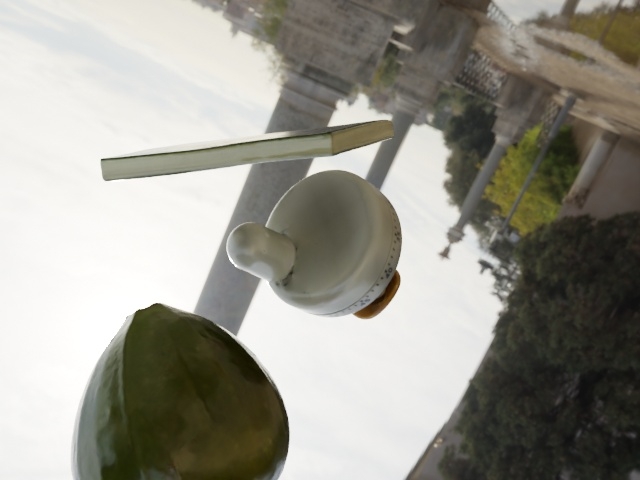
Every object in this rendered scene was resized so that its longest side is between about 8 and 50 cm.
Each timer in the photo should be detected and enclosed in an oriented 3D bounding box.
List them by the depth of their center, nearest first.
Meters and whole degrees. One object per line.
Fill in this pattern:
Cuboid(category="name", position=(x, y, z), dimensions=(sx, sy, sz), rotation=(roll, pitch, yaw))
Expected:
Cuboid(category="timer", position=(0.000, 0.000, 1.090), dimensions=(0.233, 0.233, 0.240), rotation=(36, -175, 42))

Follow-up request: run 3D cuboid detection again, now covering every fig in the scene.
Cuboid(category="fig", position=(-0.200, 0.238, 0.964), dimensions=(0.316, 0.316, 0.316), rotation=(22, -166, -6))

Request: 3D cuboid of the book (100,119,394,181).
Cuboid(category="book", position=(-0.073, -0.101, 0.771), dimensions=(0.264, 0.027, 0.202), rotation=(-3, -168, 23))
